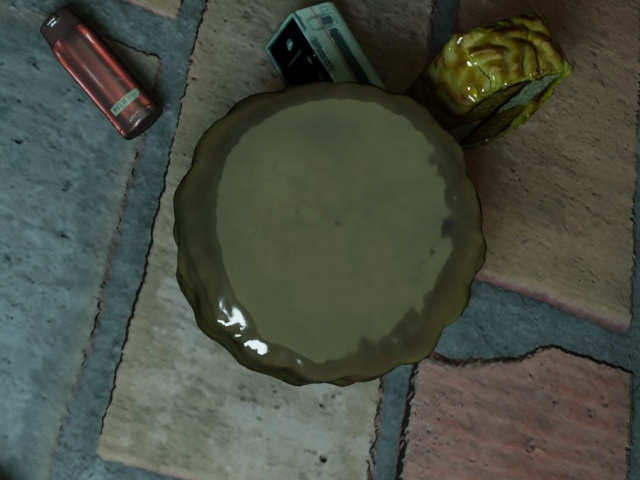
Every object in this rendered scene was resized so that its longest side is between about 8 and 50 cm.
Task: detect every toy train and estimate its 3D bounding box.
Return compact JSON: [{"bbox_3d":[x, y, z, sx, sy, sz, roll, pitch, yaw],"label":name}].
[{"bbox_3d":[0.077,-0.096,1.393,0.088,0.086,0.407,-24,80,-37],"label":"toy train"}]

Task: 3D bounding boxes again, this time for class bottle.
[{"bbox_3d":[-0.250,-0.191,1.298,0.060,0.060,0.164,-39,87,-33],"label":"bottle"}]

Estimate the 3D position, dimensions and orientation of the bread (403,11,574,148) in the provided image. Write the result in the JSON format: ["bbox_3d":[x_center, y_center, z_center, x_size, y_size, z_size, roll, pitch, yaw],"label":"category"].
[{"bbox_3d":[0.196,-0.186,1.406,0.181,0.222,0.096,-21,77,-27],"label":"bread"}]

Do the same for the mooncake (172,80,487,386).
[{"bbox_3d":[0.000,-0.002,1.215,0.323,0.187,0.324,2,80,-12],"label":"mooncake"}]
